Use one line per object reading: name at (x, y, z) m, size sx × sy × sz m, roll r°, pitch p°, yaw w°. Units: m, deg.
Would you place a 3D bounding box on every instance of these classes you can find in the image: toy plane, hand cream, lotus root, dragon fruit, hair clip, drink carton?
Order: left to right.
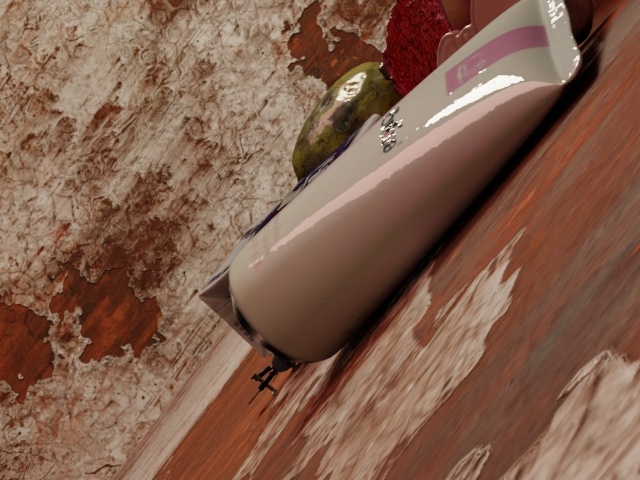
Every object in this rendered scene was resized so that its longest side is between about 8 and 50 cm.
toy plane at (-0.036, 0.121, 1.446) m, size 0.121 × 0.031 × 0.049 m, roll -51°, pitch -2°, yaw 3°
drink carton at (0.000, 0.000, 1.362) m, size 0.222 × 0.102 × 0.134 m, roll -41°, pitch 12°, yaw 39°
lotus root at (0.038, -0.113, 1.889) m, size 0.278 × 0.154 × 0.154 m, roll -56°, pitch 3°, yaw 7°
hand cream at (0.069, -0.050, 1.121) m, size 0.359 × 0.118 × 0.185 m, roll -47°, pitch 16°, yaw 24°
dragon fruit at (0.152, -0.182, 1.377) m, size 0.126 × 0.161 × 0.274 m, roll -20°, pitch -17°, yaw -12°
hair clip at (0.154, -0.169, 1.189) m, size 0.138 × 0.123 × 0.102 m, roll -48°, pitch -25°, yaw 4°
